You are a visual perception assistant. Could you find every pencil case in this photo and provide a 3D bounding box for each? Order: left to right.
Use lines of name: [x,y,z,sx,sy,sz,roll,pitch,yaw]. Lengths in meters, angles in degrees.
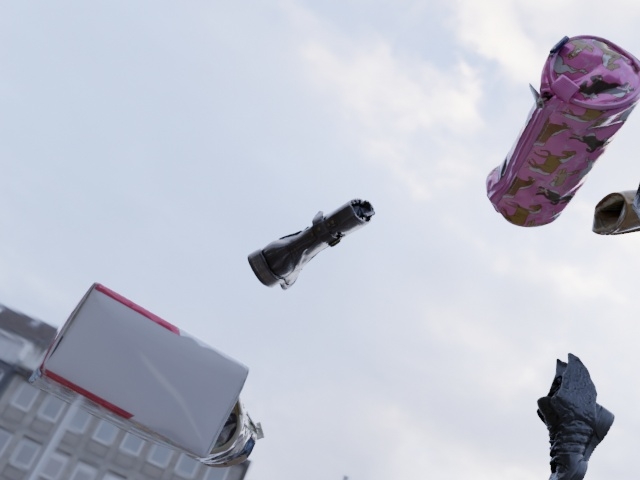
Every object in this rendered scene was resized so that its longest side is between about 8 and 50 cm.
pencil case: [-0.237,0.427,1.923,0.183,0.160,0.410,-24,-18,-8]
pencil case: [0.399,-0.168,1.414,0.167,0.160,0.386,18,-28,6]

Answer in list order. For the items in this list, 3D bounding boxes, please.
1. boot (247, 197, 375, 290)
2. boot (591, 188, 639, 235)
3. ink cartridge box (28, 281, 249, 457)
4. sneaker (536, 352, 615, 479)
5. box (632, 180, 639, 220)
boot: [0.000,0.000,1.523,0.229,0.263,0.091,-31,-93,10]
boot: [0.623,-0.050,1.547,0.270,0.089,0.236,-10,-22,-12]
ink cartridge box: [-0.253,0.179,1.111,0.226,0.131,0.306,31,-19,-14]
sneaker: [0.281,0.217,0.975,0.089,0.170,0.051,40,-32,7]
box: [0.574,-0.134,1.128,0.242,0.076,0.307,-17,-33,0]
